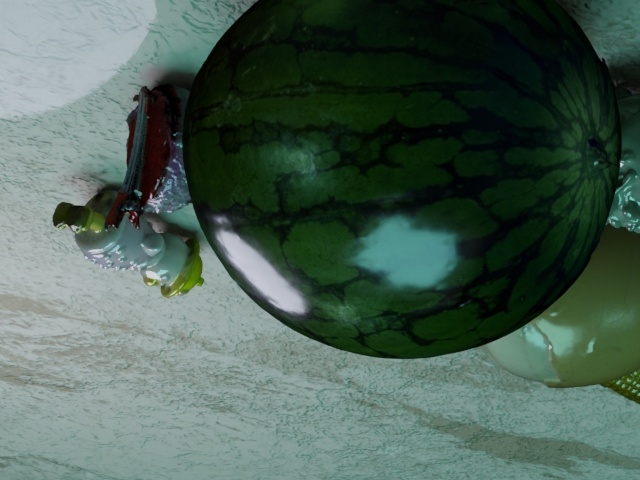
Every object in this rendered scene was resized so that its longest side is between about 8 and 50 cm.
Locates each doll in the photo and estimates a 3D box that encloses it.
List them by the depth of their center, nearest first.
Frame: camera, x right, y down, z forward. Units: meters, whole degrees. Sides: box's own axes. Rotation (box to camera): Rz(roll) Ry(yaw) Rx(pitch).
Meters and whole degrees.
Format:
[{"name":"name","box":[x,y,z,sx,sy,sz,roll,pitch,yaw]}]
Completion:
[{"name":"doll","box":[-0.202,0.006,1.798,0.129,0.081,0.207,8,162,46]}]

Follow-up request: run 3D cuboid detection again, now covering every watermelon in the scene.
[{"name":"watermelon","box":[0.068,-0.068,1.314,0.363,0.363,0.363,7,153,3]}]

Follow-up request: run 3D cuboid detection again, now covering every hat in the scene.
[{"name":"hat","box":[-0.087,-0.071,1.587,0.227,0.140,0.129,7,166,-26]}]

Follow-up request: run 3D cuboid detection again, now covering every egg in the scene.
[{"name":"egg","box":[0.253,0.045,1.617,0.244,0.201,0.201,-3,153,-4]}]

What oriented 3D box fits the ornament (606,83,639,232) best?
[{"name":"ornament","box":[0.330,-0.054,1.397,0.285,0.130,0.120,18,-171,39]}]

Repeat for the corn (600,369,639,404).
[{"name":"corn","box":[0.364,0.133,1.862,0.310,0.101,0.101,27,147,-29]}]
